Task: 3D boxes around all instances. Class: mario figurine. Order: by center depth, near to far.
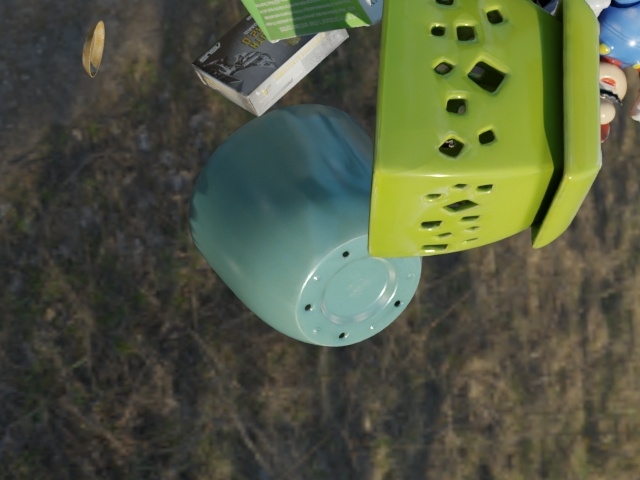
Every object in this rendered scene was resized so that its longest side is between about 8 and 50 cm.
[{"bbox_3d":[0.390,-0.235,1.464,0.198,0.320,0.170,37,37,9],"label":"mario figurine"}]

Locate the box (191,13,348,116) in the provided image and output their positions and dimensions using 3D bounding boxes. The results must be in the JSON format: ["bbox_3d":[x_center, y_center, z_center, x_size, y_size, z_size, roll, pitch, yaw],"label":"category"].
[{"bbox_3d":[-0.093,-0.343,2.070,0.231,0.183,0.056,-43,136,-13],"label":"box"}]

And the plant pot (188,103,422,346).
[{"bbox_3d":[0.000,0.000,1.537,0.293,0.293,0.235,51,1,-45],"label":"plant pot"}]

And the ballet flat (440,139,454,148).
[{"bbox_3d":[0.283,-0.122,1.734,0.084,0.250,0.058,-61,162,-17],"label":"ballet flat"}]

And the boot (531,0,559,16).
[{"bbox_3d":[0.330,-0.331,1.729,0.106,0.219,0.082,40,42,-33],"label":"boot"}]

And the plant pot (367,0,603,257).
[{"bbox_3d":[0.155,-0.116,1.115,0.227,0.207,0.228,86,7,-70],"label":"plant pot"}]

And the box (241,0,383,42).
[{"bbox_3d":[-0.071,-0.365,1.230,0.058,0.232,0.322,-43,114,-21],"label":"box"}]

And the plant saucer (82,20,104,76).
[{"bbox_3d":[-0.334,-0.281,1.676,0.083,0.015,0.083,-170,-90,-89],"label":"plant saucer"}]
